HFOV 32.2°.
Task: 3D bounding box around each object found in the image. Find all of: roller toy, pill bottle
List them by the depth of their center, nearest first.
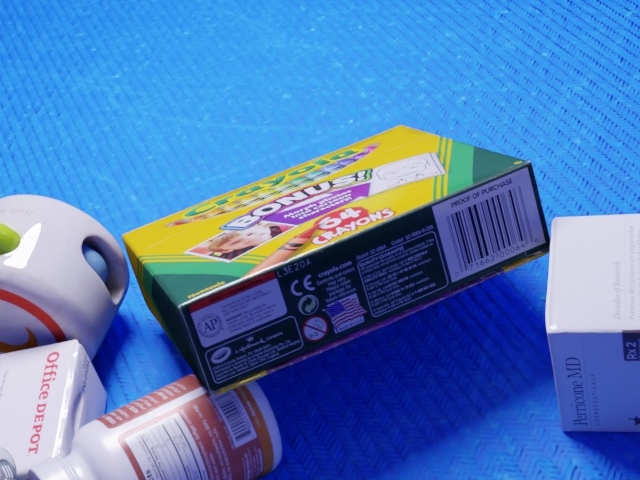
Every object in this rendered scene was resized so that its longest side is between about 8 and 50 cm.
[{"bbox_3d":[-0.155,0.207,1.039,0.216,0.121,0.121,-23,40,-27],"label":"pill bottle"},{"bbox_3d":[-0.321,0.050,1.249,0.191,0.209,0.146,28,47,-9],"label":"roller toy"}]

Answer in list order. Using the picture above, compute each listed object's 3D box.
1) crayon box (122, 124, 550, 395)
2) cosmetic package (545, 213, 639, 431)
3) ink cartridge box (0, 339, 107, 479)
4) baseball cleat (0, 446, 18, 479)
[{"bbox_3d":[0.000,0.000,1.157,0.363,0.106,0.313,-22,19,-14],"label":"crayon box"},{"bbox_3d":[0.311,0.076,1.031,0.184,0.151,0.151,-3,43,17],"label":"cosmetic package"},{"bbox_3d":[-0.353,0.213,1.147,0.237,0.100,0.172,-12,41,8],"label":"ink cartridge box"},{"bbox_3d":[-0.330,0.286,1.017,0.072,0.206,0.109,4,37,-42],"label":"baseball cleat"}]
